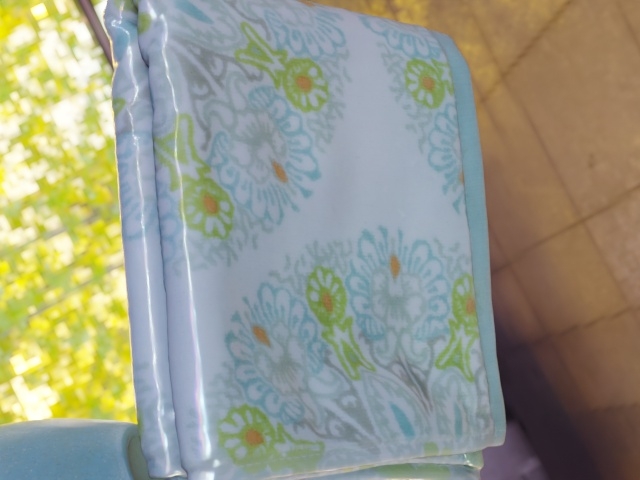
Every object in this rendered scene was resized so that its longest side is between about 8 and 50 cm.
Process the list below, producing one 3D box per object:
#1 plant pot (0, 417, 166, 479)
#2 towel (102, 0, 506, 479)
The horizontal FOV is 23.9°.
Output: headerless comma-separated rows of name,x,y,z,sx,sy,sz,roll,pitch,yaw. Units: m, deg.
plant pot,-0.177,0.241,1.094,0.290,0.195,0.290,51,-169,-14
towel,0.000,0.000,1.109,0.090,0.321,0.374,-17,74,42
